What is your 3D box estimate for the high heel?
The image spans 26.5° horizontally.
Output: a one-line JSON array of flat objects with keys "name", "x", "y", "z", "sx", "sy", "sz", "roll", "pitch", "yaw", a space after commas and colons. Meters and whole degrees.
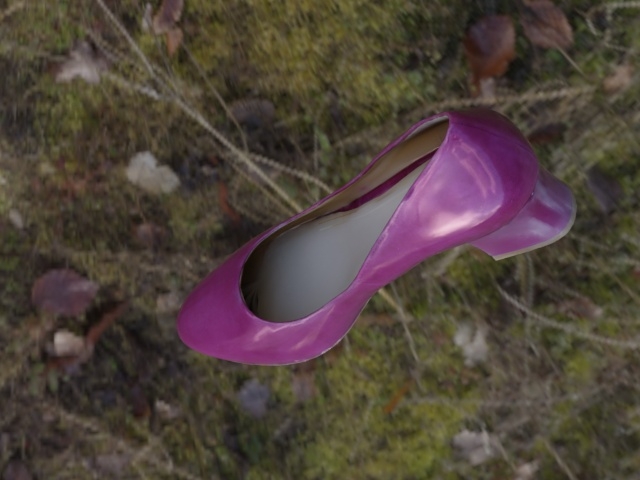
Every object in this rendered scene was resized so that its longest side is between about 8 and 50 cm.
[{"name": "high heel", "x": 0.000, "y": 0.000, "z": 0.684, "sx": 0.244, "sy": 0.082, "sz": 0.117, "roll": -15, "pitch": 153, "yaw": 31}]
